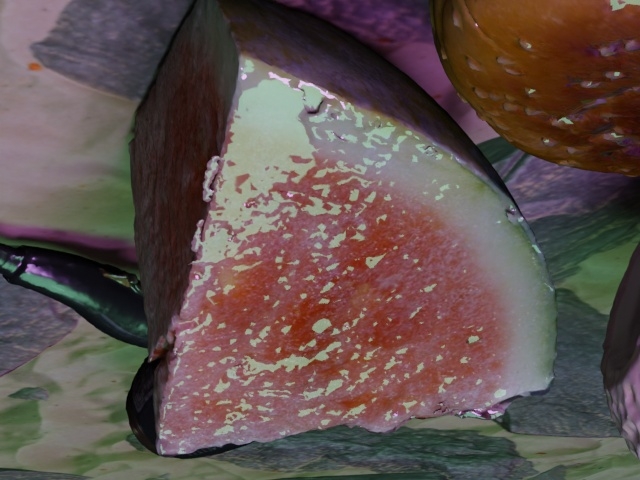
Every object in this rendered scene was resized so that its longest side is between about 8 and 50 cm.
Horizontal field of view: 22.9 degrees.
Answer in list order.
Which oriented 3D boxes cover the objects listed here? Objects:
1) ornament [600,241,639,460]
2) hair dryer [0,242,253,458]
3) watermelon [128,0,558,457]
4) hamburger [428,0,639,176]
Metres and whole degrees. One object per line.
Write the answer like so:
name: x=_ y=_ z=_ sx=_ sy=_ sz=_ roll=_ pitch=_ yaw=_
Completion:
ornament: x=0.313 y=0.061 z=1.023 sx=0.225 sy=0.259 sz=0.259 roll=20 pitch=156 yaw=0
hair dryer: x=-0.107 y=0.031 z=1.079 sx=0.359 sy=0.120 sz=0.303 roll=25 pitch=135 yaw=-38
watermelon: x=0.000 y=0.000 z=0.868 sx=0.231 sy=0.193 sz=0.310 roll=-20 pitch=154 yaw=29
hamburger: x=0.175 y=-0.110 z=0.726 sx=0.243 sy=0.146 sz=0.286 roll=-16 pitch=158 yaw=40
